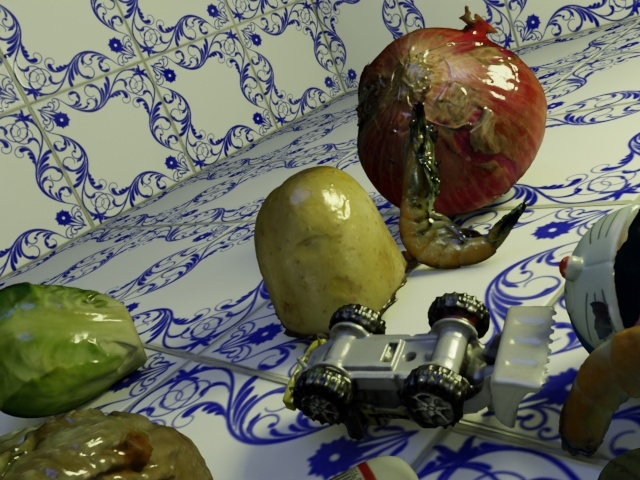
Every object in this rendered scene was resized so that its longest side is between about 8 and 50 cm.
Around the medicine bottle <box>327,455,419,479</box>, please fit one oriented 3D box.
[{"bbox_3d":[-0.029,0.251,0.419,0.250,0.131,0.131,-25,18,-7],"label":"medicine bottle"}]

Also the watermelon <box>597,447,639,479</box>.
[{"bbox_3d":[0.232,0.177,0.412,0.078,0.078,0.110,-31,20,-24],"label":"watermelon"}]

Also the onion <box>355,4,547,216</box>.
[{"bbox_3d":[0.221,-0.219,1.134,0.353,0.354,0.353,-20,18,7],"label":"onion"}]

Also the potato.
[{"bbox_3d":[0.000,0.000,0.951,0.242,0.242,0.285,-16,20,18],"label":"potato"}]

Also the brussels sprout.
[{"bbox_3d":[-0.419,0.166,1.011,0.271,0.210,0.219,-9,-5,-8],"label":"brussels sprout"}]

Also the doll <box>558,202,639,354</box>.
[{"bbox_3d":[0.325,0.043,0.522,0.161,0.215,0.257,11,-16,-33],"label":"doll"}]

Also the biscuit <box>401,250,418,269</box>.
[{"bbox_3d":[0.129,0.035,1.027,0.092,0.016,0.082,-16,19,18],"label":"biscuit"}]

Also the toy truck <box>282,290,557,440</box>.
[{"bbox_3d":[0.094,0.133,0.642,0.286,0.111,0.136,-8,33,32],"label":"toy truck"}]

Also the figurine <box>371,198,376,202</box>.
[{"bbox_3d":[0.042,-0.075,1.313,0.146,0.098,0.081,-39,12,-37],"label":"figurine"}]

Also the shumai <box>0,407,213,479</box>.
[{"bbox_3d":[-0.273,0.221,0.516,0.283,0.217,0.346,14,15,37],"label":"shumai"}]

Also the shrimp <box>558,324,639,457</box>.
[{"bbox_3d":[0.265,0.146,0.482,0.049,0.161,0.166,-14,-32,-49],"label":"shrimp"}]

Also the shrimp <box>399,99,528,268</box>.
[{"bbox_3d":[0.208,-0.088,0.953,0.198,0.262,0.051,-2,-3,32],"label":"shrimp"}]
